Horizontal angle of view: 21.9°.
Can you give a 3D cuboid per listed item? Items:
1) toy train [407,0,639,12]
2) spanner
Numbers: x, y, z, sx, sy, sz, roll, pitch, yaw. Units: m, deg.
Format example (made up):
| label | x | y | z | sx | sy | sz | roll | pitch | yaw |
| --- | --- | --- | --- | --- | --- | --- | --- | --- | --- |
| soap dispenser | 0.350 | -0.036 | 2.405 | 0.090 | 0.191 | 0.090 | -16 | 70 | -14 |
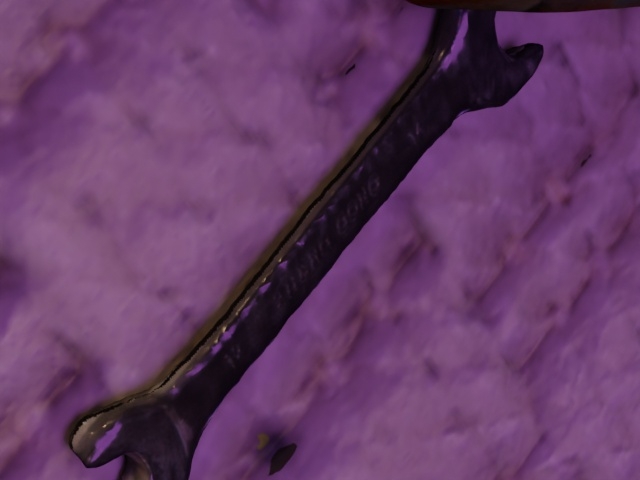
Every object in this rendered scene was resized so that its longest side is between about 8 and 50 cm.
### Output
| label | x | y | z | sx | sy | sz | roll | pitch | yaw |
| --- | --- | --- | --- | --- | --- | --- | --- | --- | --- |
| toy train | 0.093 | -0.132 | 0.586 | 0.188 | 0.072 | 0.099 | -12 | 104 | -40 |
| spanner | 0.000 | 0.000 | 0.589 | 0.254 | 0.015 | 0.054 | -50 | 130 | -18 |
